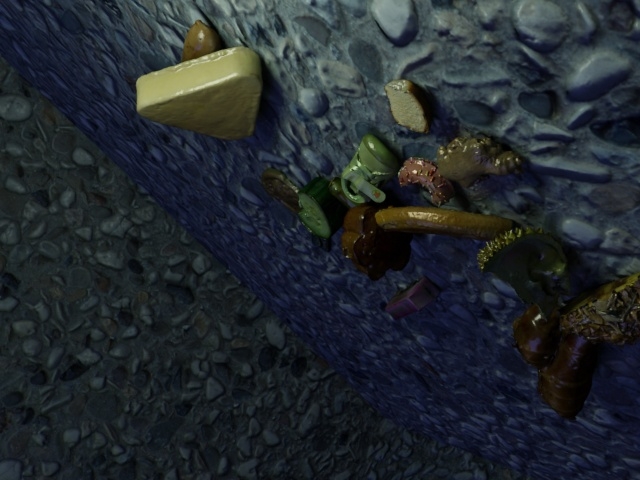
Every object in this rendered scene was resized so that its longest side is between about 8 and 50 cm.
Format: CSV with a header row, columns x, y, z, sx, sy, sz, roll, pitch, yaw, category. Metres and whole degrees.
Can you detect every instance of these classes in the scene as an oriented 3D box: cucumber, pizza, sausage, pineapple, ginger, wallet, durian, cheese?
x,y,z,sx,sy,sz,roll,pitch,yaw,category
0.011,-0.108,2.008,0.191,0.130,0.191,33,154,18,cucumber
0.323,-0.047,1.580,0.365,0.074,0.182,6,179,33,pizza
-0.373,-0.499,1.851,0.136,0.123,0.501,62,160,3,sausage
0.674,0.190,1.392,0.161,0.158,0.334,62,151,8,pineapple
0.675,0.340,1.731,0.254,0.176,0.418,19,143,38,ginger
0.000,0.000,2.382,0.088,0.026,0.129,32,158,17,wallet
0.505,0.073,1.447,0.172,0.167,0.306,-24,127,33,durian
-0.291,-0.422,1.715,0.383,0.104,0.384,-6,163,-2,cheese
0.351,-0.182,1.348,0.137,0.074,0.213,37,165,-20,ginger

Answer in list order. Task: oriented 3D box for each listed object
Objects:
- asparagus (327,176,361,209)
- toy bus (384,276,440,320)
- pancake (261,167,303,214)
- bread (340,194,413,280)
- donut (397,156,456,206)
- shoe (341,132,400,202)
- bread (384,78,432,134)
x,y,z,sx,sy,sz,roll,pitch,yaw,category
0.136,-0.097,1.904,0.277,0.060,0.067,40,149,-3,asparagus
0.328,0.217,2.166,0.090,0.112,0.274,46,160,4,toy bus
-0.127,-0.171,2.222,0.236,0.042,0.222,47,156,-22,pancake
0.165,-0.012,1.785,0.135,0.232,0.247,17,119,47,bread
0.267,-0.160,1.545,0.166,0.065,0.117,24,155,31,donut
0.138,-0.182,1.650,0.140,0.128,0.262,33,164,1,shoe
0.205,-0.311,1.375,0.126,0.044,0.129,31,162,41,bread
